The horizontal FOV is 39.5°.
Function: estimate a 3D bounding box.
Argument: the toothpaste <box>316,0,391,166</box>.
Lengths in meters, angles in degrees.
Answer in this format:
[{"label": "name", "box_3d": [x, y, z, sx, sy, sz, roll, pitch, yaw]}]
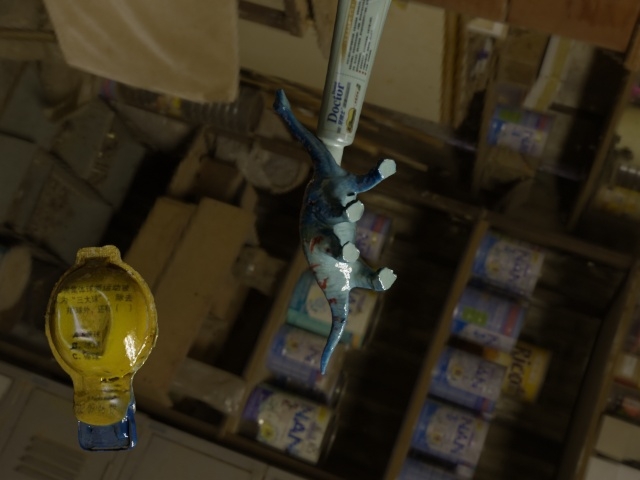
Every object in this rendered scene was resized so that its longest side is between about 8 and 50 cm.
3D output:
[{"label": "toothpaste", "box_3d": [0.036, -0.201, 1.020, 0.037, 0.067, 0.255, -159, -99, -75]}]

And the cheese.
[{"label": "cheese", "box_3d": [-0.290, 0.142, 1.174, 0.069, 0.177, 0.270, 11, 74, -69]}]

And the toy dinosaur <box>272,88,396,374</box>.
[{"label": "toy dinosaur", "box_3d": [0.017, -0.012, 0.959, 0.076, 0.144, 0.329, -14, 95, -39]}]
